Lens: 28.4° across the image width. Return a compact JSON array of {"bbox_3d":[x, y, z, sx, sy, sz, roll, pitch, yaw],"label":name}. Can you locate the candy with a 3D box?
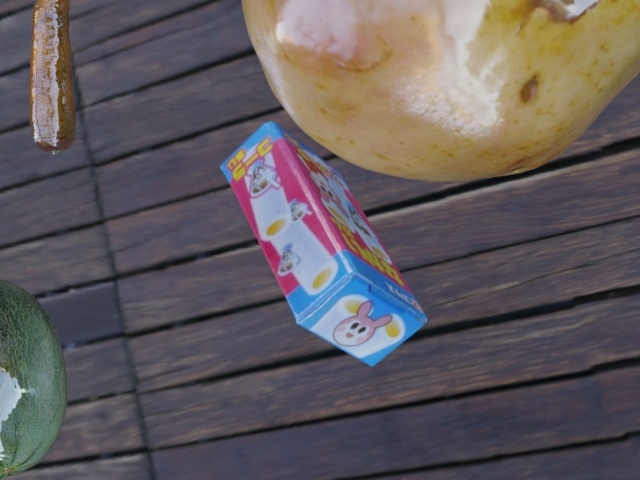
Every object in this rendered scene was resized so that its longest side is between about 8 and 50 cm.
[{"bbox_3d":[-0.001,0.001,1.563,0.100,0.157,0.306,-42,46,13],"label":"candy"}]

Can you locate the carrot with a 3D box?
[{"bbox_3d":[-0.322,-0.226,1.522,0.059,0.059,0.247,4,96,26],"label":"carrot"}]

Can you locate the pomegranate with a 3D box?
[{"bbox_3d":[0.118,-0.244,1.134,0.412,0.411,0.411,1,93,27],"label":"pomegranate"}]

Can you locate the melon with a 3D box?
[{"bbox_3d":[-0.253,0.099,0.960,0.114,0.114,0.167,-27,66,25],"label":"melon"}]
